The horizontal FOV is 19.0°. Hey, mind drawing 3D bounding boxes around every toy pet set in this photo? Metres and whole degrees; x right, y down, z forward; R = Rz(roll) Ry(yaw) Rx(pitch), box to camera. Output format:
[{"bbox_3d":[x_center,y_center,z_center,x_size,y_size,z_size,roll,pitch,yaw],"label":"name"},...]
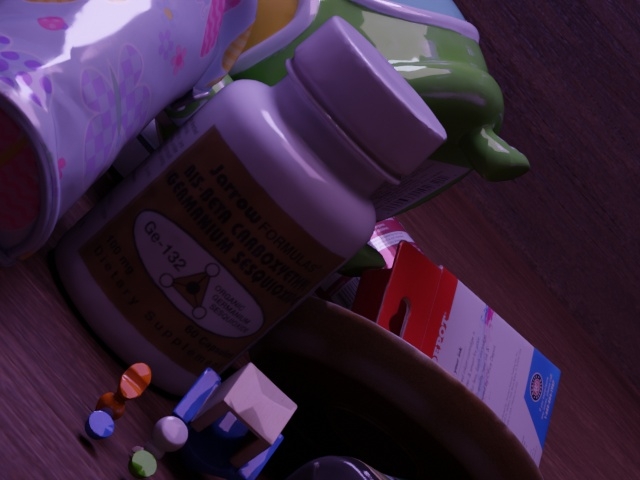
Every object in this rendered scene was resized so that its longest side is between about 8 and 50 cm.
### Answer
[{"bbox_3d":[-0.072,0.118,1.057,0.122,0.065,0.114,44,45,-8],"label":"toy pet set"}]

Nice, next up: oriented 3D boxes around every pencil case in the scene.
[{"bbox_3d":[-0.137,-0.093,1.077,0.113,0.124,0.273,14,32,18],"label":"pencil case"}]

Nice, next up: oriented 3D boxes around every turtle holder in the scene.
[{"bbox_3d":[-0.029,-0.109,1.365,0.320,0.243,0.227,-9,69,-30],"label":"turtle holder"}]

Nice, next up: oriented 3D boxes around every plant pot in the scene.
[{"bbox_3d":[0.041,0.123,1.257,0.236,0.032,0.236,32,-21,14],"label":"plant pot"}]

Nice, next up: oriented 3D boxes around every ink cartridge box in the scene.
[{"bbox_3d":[0.081,0.109,1.436,0.231,0.078,0.134,40,57,-41],"label":"ink cartridge box"}]

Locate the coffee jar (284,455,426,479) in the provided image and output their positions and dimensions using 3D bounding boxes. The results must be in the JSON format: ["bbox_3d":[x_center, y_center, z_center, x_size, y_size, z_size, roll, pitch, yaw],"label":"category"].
[{"bbox_3d":[0.036,0.184,1.142,0.096,0.079,0.184,52,9,25],"label":"coffee jar"}]

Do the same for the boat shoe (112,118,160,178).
[{"bbox_3d":[-0.123,-0.165,1.550,0.136,0.156,0.367,38,17,-41],"label":"boat shoe"}]

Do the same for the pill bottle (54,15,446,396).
[{"bbox_3d":[-0.040,-0.023,1.167,0.131,0.229,0.131,46,10,-11],"label":"pill bottle"}]

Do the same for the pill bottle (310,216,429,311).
[{"bbox_3d":[0.000,0.000,1.569,0.221,0.121,0.121,52,11,19],"label":"pill bottle"}]
